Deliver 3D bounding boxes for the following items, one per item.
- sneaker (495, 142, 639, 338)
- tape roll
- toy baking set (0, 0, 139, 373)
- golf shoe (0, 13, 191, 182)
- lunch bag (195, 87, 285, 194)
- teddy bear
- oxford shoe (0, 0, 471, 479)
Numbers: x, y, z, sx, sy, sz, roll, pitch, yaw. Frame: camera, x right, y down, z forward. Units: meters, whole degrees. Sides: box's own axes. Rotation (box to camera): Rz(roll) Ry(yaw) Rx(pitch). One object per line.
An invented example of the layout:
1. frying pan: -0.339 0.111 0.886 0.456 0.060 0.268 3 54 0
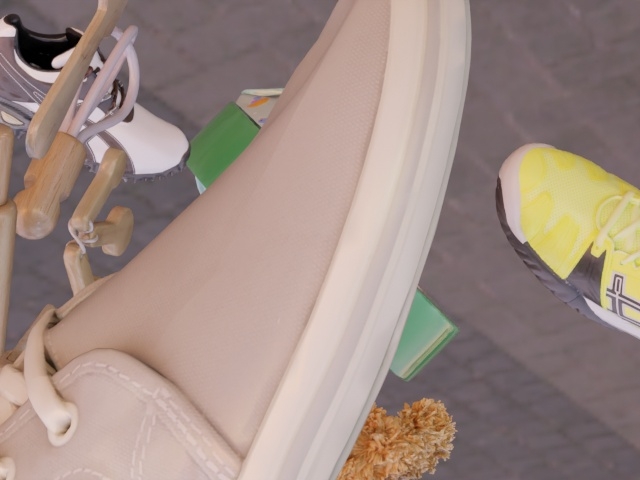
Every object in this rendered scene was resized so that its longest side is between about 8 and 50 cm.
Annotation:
1. sneaker: 0.338 0.030 1.577 0.385 0.145 0.147 38 151 -3
2. tape roll: 0.000 0.000 1.638 0.077 0.321 0.321 -44 145 3
3. toy baking set: -0.143 -0.026 0.882 0.030 0.197 0.256 14 117 11
4. golf shoe: -0.182 -0.112 1.307 0.198 0.077 0.094 19 126 -24
5. lunch bag: 0.006 -0.082 2.012 0.262 0.223 0.160 2 121 14
6. teddy bear: 0.002 0.185 1.482 0.245 0.113 0.338 -2 175 18
7. oxford shoe: -0.082 0.094 0.579 0.130 0.449 0.169 27 -172 -6
